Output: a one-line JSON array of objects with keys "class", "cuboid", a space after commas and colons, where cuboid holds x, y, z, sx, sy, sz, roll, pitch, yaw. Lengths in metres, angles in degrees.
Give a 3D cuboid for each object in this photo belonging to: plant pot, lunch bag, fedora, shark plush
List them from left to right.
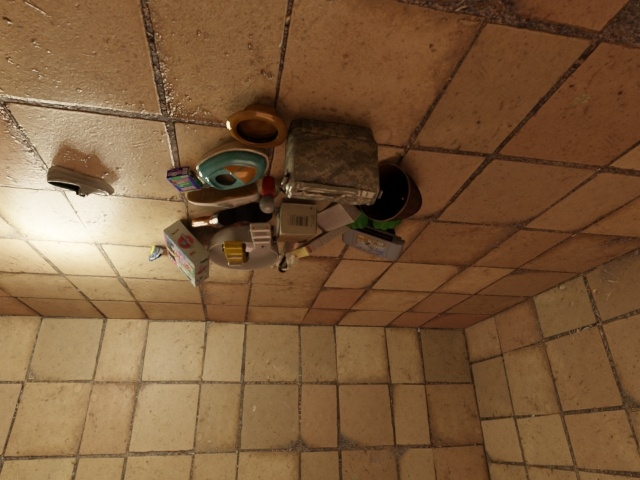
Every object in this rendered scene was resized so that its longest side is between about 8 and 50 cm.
[{"class": "shark plush", "cuboid": [-0.389, -0.232, 1.535, 0.161, 0.073, 0.067, 11, 122, -15]}, {"class": "fedora", "cuboid": [-0.189, -0.360, 1.242, 0.194, 0.079, 0.194, 6, 159, 2]}, {"class": "lunch bag", "cuboid": [0.028, -0.227, 1.273, 0.305, 0.256, 0.212, 6, 130, -12]}, {"class": "plant pot", "cuboid": [0.295, -0.165, 1.560, 0.215, 0.215, 0.230, -21, 162, 35]}]

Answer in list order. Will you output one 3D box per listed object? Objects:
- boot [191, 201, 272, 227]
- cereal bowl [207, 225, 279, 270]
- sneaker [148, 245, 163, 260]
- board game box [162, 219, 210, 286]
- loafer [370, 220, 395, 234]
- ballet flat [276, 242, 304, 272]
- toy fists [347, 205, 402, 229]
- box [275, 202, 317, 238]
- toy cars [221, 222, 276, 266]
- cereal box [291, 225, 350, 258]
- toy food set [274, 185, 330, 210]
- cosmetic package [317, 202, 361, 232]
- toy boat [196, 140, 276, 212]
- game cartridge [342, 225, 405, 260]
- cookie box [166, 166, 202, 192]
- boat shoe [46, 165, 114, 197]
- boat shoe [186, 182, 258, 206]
[{"class": "boot", "cuboid": [-0.374, -0.090, 1.726, 0.264, 0.096, 0.280, -20, -171, -35]}, {"class": "cereal bowl", "cuboid": [-0.366, 0.020, 1.951, 0.339, 0.141, 0.339, -1, 155, 0]}, {"class": "sneaker", "cuboid": [-0.872, 0.076, 2.148, 0.059, 0.053, 0.144, 11, 153, -29]}, {"class": "board game box", "cuboid": [-0.637, 0.069, 1.948, 0.097, 0.224, 0.303, -40, 169, -29]}, {"class": "loafer", "cuboid": [0.303, -0.042, 1.937, 0.078, 0.076, 0.223, -9, 149, 26]}, {"class": "ballet flat", "cuboid": [-0.157, 0.093, 2.151, 0.107, 0.106, 0.316, 8, 152, -18]}, {"class": "toy fists", "cuboid": [0.220, -0.114, 1.759, 0.279, 0.096, 0.142, 1, 142, -2]}, {"class": "box", "cuboid": [-0.107, -0.066, 1.701, 0.148, 0.121, 0.311, 2, 173, -8]}, {"class": "toy cars", "cuboid": [-0.305, 0.038, 1.732, 0.176, 0.087, 0.393, 19, 147, -38]}, {"class": "cereal box", "cuboid": [0.000, 0.000, 1.840, 0.240, 0.047, 0.173, -32, -174, -23]}, {"class": "toy food set", "cuboid": [-0.052, -0.209, 1.575, 0.219, 0.092, 0.306, 8, 160, -23]}, {"class": "cosmetic package", "cuboid": [0.060, -0.106, 1.703, 0.099, 0.060, 0.239, 52, 149, -13]}, {"class": "toy boat", "cuboid": [-0.263, -0.219, 1.452, 0.267, 0.148, 0.318, -16, 150, 28]}, {"class": "game cartridge", "cuboid": [0.243, 0.003, 1.923, 0.297, 0.062, 0.198, 19, 152, 11]}, {"class": "cookie box", "cuboid": [-0.515, -0.229, 1.544, 0.092, 0.040, 0.107, -8, 154, 12]}, {"class": "boat shoe", "cuboid": [-0.906, -0.202, 1.535, 0.227, 0.081, 0.079, 21, 147, -37]}, {"class": "boat shoe", "cuboid": [-0.382, -0.168, 1.610, 0.277, 0.098, 0.096, -3, 154, 1]}]
